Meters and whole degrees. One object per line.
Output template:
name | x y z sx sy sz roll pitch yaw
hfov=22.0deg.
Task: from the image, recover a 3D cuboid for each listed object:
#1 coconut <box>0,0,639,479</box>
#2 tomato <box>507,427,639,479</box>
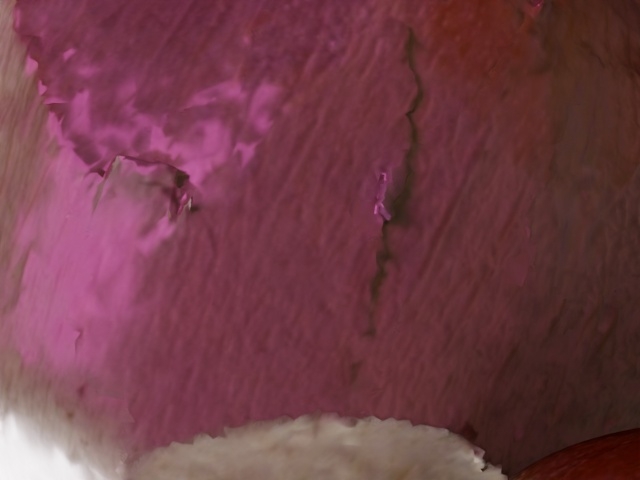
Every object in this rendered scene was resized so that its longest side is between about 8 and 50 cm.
coconut | 0.000 0.000 0.703 0.346 0.346 0.360 12 86 58
tomato | 0.123 0.195 0.492 0.270 0.222 0.270 -49 32 45
